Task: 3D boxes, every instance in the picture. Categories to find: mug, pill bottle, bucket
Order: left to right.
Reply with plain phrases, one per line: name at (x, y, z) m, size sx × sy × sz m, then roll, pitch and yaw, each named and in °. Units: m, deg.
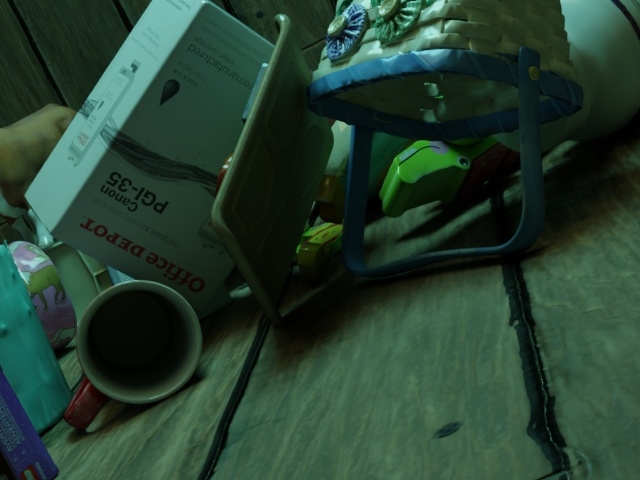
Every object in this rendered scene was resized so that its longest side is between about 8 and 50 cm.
bucket at (-0.401, 0.142, 1.407) m, size 0.281 × 0.183 × 0.281 m, roll -25°, pitch 9°, yaw 4°
mug at (-0.195, 0.098, 1.322) m, size 0.150 × 0.113 × 0.169 m, roll -26°, pitch 6°, yaw -9°
pill bottle at (0.291, -0.203, 1.421) m, size 0.301 × 0.169 × 0.169 m, roll -31°, pitch 11°, yaw -36°

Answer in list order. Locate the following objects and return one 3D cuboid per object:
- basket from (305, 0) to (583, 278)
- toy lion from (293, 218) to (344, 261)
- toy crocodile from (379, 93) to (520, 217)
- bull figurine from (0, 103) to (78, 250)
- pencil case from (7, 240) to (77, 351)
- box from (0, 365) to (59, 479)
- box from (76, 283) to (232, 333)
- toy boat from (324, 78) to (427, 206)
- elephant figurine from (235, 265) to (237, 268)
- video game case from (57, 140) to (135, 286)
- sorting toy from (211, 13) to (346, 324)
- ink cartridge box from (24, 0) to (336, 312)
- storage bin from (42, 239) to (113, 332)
basket at (0.105, -0.117, 1.244) m, size 0.201 × 0.289 × 0.255 m, roll 5°, pitch -12°, yaw -36°
toy lion at (0.000, 0.000, 1.561) m, size 0.100 × 0.034 × 0.096 m, roll -21°, pitch 19°, yaw 30°
toy crocodile at (0.187, -0.118, 1.493) m, size 0.340 × 0.105 × 0.115 m, roll -34°, pitch -21°, yaw -40°
bull figurine at (-0.399, -0.086, 1.853) m, size 0.101 × 0.188 × 0.310 m, roll -21°, pitch 12°, yaw 34°
pencil case at (-0.480, 0.140, 1.670) m, size 0.386 × 0.160 × 0.167 m, roll -31°, pitch 27°, yaw -33°
box at (-0.396, 0.168, 1.200) m, size 0.293 × 0.201 × 0.057 m, roll -22°, pitch 10°, yaw 25°
box at (-0.180, 0.081, 1.555) m, size 0.178 × 0.042 × 0.109 m, roll -29°, pitch 11°, yaw -18°
toy boat at (0.112, -0.162, 1.637) m, size 0.267 × 0.148 × 0.318 m, roll -39°, pitch -19°, yaw -52°
elephant figurine at (-0.089, -0.097, 1.655) m, size 0.239 × 0.169 × 0.186 m, roll -60°, pitch 11°, yaw -2°
video game case at (-0.209, -0.058, 1.782) m, size 0.196 × 0.274 × 0.026 m, roll -26°, pitch -25°, yaw 2°
sorting toy at (-0.037, -0.042, 1.320) m, size 0.041 × 0.229 × 0.307 m, roll 8°, pitch -23°, yaw 16°
ink cartridge box at (-0.139, -0.094, 1.431) m, size 0.283 × 0.207 × 0.117 m, roll -56°, pitch 33°, yaw 6°
storage bin at (-0.245, -0.003, 1.944) m, size 0.260 × 0.123 × 0.262 m, roll -25°, pitch 9°, yaw 7°
